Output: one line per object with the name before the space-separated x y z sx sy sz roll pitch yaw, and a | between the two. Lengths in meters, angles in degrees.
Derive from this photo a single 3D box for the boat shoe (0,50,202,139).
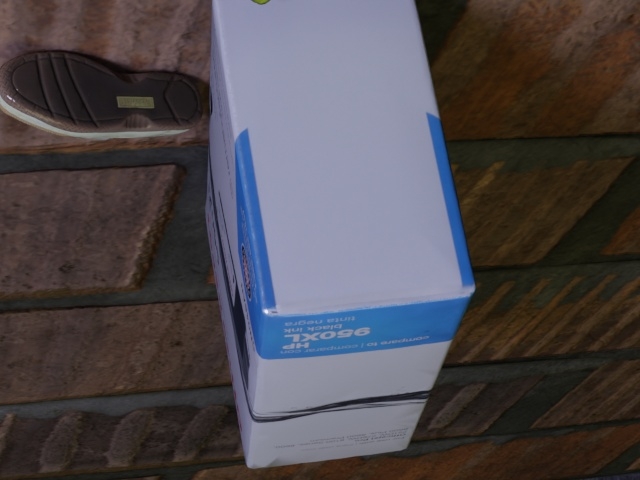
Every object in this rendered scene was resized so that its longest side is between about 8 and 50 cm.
boat shoe | -0.191 -0.108 1.365 0.190 0.068 0.072 8 162 -39

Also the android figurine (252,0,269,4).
android figurine | 0.026 -0.251 1.144 0.273 0.056 0.248 -24 154 31

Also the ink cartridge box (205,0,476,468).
ink cartridge box | 0.000 0.000 1.414 0.166 0.285 0.395 -7 156 -7
